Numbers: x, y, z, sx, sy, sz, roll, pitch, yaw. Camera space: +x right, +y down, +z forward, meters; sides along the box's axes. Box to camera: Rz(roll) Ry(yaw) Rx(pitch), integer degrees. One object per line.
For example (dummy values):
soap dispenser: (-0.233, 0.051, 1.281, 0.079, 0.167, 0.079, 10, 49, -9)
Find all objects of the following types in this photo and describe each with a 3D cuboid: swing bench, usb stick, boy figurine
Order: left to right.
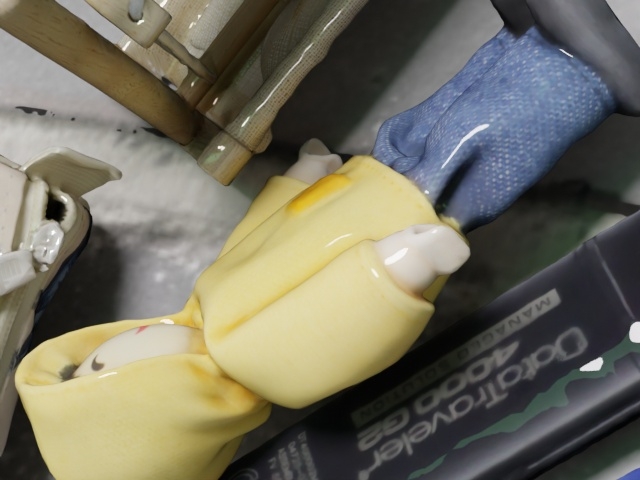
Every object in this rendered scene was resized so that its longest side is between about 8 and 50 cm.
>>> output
swing bench: (-0.033, -0.175, 0.669, 0.165, 0.255, 0.253, 39, 92, 32)
boy figurine: (0.000, 0.000, 0.656, 0.285, 0.092, 0.177, -39, 21, 3)
usb stick: (0.073, 0.061, 0.632, 0.278, 0.045, 0.077, -33, 50, 14)

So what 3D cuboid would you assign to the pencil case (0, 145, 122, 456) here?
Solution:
pencil case: (-0.216, 0.140, 0.697, 0.184, 0.160, 0.410, -6, 66, 43)

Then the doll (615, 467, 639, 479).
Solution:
doll: (0.163, 0.097, 0.566, 0.189, 0.046, 0.129, -29, 49, 9)
